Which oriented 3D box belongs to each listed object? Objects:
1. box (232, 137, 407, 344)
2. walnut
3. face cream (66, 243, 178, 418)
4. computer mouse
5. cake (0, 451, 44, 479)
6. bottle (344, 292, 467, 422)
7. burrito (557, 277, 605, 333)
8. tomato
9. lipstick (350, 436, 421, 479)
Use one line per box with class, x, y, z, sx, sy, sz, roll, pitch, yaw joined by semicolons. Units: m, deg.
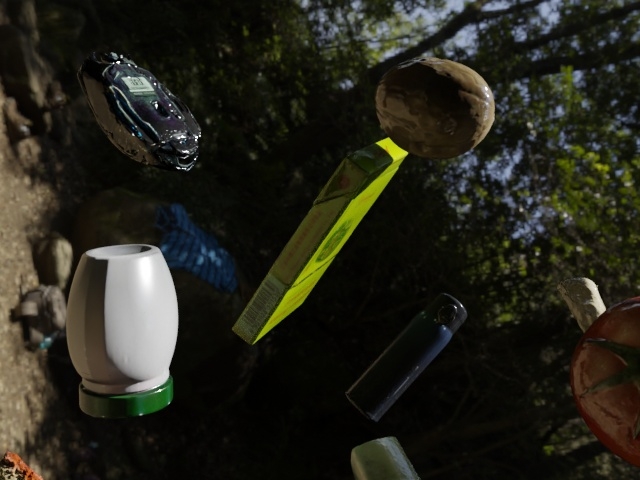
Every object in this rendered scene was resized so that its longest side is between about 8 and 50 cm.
box;0.000;0.000;0.998;0.335;0.047;0.187;-55;170;27
walnut;0.153;-0.179;0.892;0.140;0.162;0.140;3;90;-82
face cream;-0.442;0.197;1.495;0.312;0.219;0.357;-50;140;-81
computer mouse;-0.278;-0.189;1.003;0.241;0.077;0.146;53;31;9
cake;-0.481;0.471;1.129;0.220;0.086;0.116;38;-27;11
bottle;0.146;0.193;1.108;0.072;0.244;0.082;42;-7;9
burrito;0.619;0.161;1.517;0.226;0.087;0.060;-86;157;-61
tomato;0.521;0.216;0.987;0.265;0.265;0.265;172;-90;-87
lipstick;0.110;0.358;0.841;0.253;0.077;0.079;-127;-155;-68
